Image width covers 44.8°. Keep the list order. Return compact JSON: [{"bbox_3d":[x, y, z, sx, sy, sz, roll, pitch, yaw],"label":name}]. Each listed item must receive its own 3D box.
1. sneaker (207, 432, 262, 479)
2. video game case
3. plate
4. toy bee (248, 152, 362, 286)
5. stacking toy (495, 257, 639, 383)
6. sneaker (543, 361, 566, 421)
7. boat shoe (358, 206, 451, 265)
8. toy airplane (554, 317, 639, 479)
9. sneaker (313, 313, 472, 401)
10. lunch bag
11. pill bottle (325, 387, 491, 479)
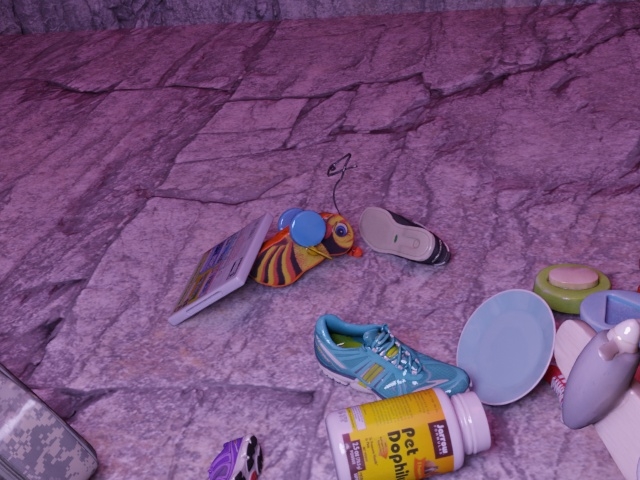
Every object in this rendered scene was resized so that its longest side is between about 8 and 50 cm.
[{"bbox_3d":[-0.132,0.349,1.102,0.071,0.068,0.170,-15,23,18],"label":"sneaker"},{"bbox_3d":[-0.187,0.052,1.478,0.193,0.023,0.212,-31,23,31],"label":"video game case"},{"bbox_3d":[0.289,0.166,1.201,0.188,0.024,0.188,-34,41,36],"label":"plate"},{"bbox_3d":[0.000,0.000,1.500,0.298,0.162,0.195,-40,17,10],"label":"toy bee"},{"bbox_3d":[0.454,0.079,1.243,0.279,0.130,0.309,18,33,36],"label":"stacking toy"},{"bbox_3d":[0.362,0.229,1.160,0.067,0.042,0.118,-27,40,-30],"label":"sneaker"},{"bbox_3d":[0.160,-0.006,1.539,0.079,0.084,0.233,15,8,-39],"label":"boat shoe"},{"bbox_3d":[0.389,0.264,0.799,0.386,0.272,0.384,-2,71,47],"label":"toy airplane"},{"bbox_3d":[0.102,0.191,1.218,0.275,0.110,0.107,14,40,29],"label":"sneaker"},{"bbox_3d":[-0.510,0.313,1.114,0.305,0.212,0.256,23,62,39],"label":"lunch bag"},{"bbox_3d":[0.121,0.275,1.084,0.215,0.117,0.117,-13,34,-4],"label":"pill bottle"}]
